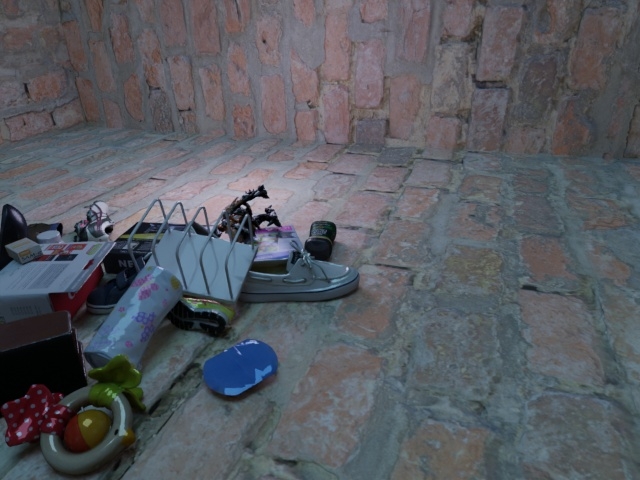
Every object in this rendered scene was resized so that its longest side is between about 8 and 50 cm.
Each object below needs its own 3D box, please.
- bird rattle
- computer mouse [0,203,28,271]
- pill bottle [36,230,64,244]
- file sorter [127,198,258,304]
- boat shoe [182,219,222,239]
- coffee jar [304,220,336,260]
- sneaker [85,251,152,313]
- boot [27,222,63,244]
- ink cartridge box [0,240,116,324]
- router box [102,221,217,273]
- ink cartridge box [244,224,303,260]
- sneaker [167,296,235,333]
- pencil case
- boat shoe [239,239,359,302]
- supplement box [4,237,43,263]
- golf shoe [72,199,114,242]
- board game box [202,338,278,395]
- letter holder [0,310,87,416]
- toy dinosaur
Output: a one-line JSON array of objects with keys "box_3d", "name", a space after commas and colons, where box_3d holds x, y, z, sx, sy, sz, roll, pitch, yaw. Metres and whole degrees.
[{"box_3d": [-0.458, 0.338, 0.912, 0.253, 0.143, 0.207, -18, 46, -25], "name": "bird rattle"}, {"box_3d": [-0.934, 0.023, 1.452, 0.072, 0.273, 0.188, 6, 16, -34], "name": "computer mouse"}, {"box_3d": [-0.848, 0.043, 1.524, 0.078, 0.137, 0.078, -1, 25, 1], "name": "pill bottle"}, {"box_3d": [-0.333, 0.018, 1.266, 0.277, 0.173, 0.193, 11, 49, 8], "name": "file sorter"}, {"box_3d": [-0.314, 0.035, 1.470, 0.267, 0.088, 0.096, 37, 27, 16], "name": "boat shoe"}, {"box_3d": [0.000, 0.000, 1.638, 0.096, 0.079, 0.184, 2, 26, 7], "name": "coffee jar"}, {"box_3d": [-0.518, 0.107, 1.391, 0.320, 0.128, 0.126, -15, 30, -24], "name": "sneaker"}, {"box_3d": [-1.005, -0.020, 1.732, 0.106, 0.082, 0.219, -12, 25, -16], "name": "boot"}, {"box_3d": [-0.744, 0.126, 1.351, 0.271, 0.130, 0.309, -3, 26, 0], "name": "ink cartridge box"}, {"box_3d": [-0.526, 0.025, 1.609, 0.308, 0.081, 0.243, 3, 26, 9], "name": "router box"}, {"box_3d": [-0.153, 0.038, 1.592, 0.185, 0.065, 0.311, -7, 28, -11], "name": "ink cartridge box"}, {"box_3d": [-0.320, 0.189, 1.275, 0.208, 0.082, 0.094, 15, 21, 19], "name": "sneaker"}, {"box_3d": [-0.434, 0.190, 1.135, 0.124, 0.114, 0.273, 18, 50, 2], "name": "pencil case"}, {"box_3d": [-0.068, 0.078, 1.387, 0.366, 0.157, 0.136, -3, 26, -2], "name": "boat shoe"}, {"box_3d": [-0.847, 0.029, 1.369, 0.098, 0.036, 0.062, 16, 33, 38], "name": "supplement box"}, {"box_3d": [-0.835, -0.060, 1.814, 0.120, 0.105, 0.273, 10, 29, -12], "name": "golf shoe"}, {"box_3d": [-0.178, 0.295, 1.086, 0.168, 0.033, 0.133, -25, 39, -31], "name": "board game box"}, {"box_3d": [-0.697, 0.258, 1.053, 0.301, 0.152, 0.214, -14, 26, -24], "name": "letter holder"}, {"box_3d": [-0.272, -0.095, 1.664, 0.218, 0.164, 0.322, -25, 50, -4], "name": "toy dinosaur"}]
